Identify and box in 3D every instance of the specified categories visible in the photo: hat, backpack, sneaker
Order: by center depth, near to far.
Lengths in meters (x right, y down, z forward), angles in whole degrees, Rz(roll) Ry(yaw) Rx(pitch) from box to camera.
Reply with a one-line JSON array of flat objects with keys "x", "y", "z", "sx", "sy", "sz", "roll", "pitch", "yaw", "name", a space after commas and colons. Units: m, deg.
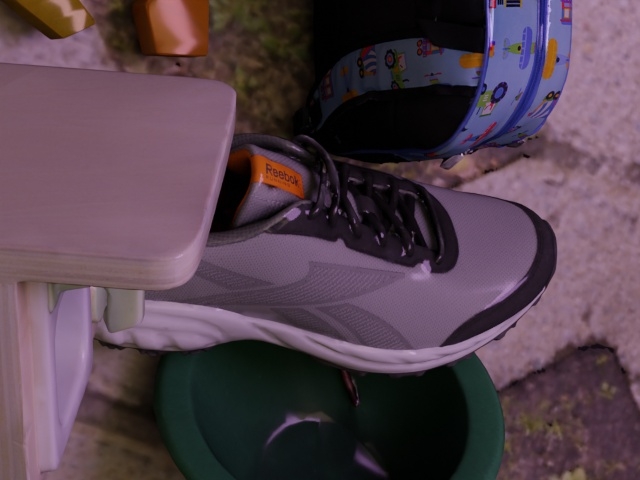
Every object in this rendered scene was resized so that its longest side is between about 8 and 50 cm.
[{"x": 0.000, "y": 0.000, "z": 0.858, "sx": 0.271, "sy": 0.108, "sz": 0.100, "roll": 2, "pitch": 51, "yaw": -22, "name": "sneaker"}, {"x": 0.069, "y": -0.114, "z": 0.869, "sx": 0.117, "sy": 0.173, "sz": 0.158, "roll": 1, "pitch": 93, "yaw": -25, "name": "backpack"}, {"x": 0.004, "y": 0.144, "z": 0.940, "sx": 0.208, "sy": 0.183, "sz": 0.173, "roll": 40, "pitch": 57, "yaw": 22, "name": "hat"}]

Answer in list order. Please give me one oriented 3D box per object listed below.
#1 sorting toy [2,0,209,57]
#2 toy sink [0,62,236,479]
[{"x": -0.128, "y": -0.246, "z": 0.845, "sx": 0.229, "sy": 0.041, "sz": 0.307, "roll": 0, "pitch": 94, "yaw": -30, "name": "sorting toy"}, {"x": -0.158, "y": 0.015, "z": 0.720, "sx": 0.234, "sy": 0.153, "sz": 0.131, "roll": 4, "pitch": 122, "yaw": 2, "name": "toy sink"}]
